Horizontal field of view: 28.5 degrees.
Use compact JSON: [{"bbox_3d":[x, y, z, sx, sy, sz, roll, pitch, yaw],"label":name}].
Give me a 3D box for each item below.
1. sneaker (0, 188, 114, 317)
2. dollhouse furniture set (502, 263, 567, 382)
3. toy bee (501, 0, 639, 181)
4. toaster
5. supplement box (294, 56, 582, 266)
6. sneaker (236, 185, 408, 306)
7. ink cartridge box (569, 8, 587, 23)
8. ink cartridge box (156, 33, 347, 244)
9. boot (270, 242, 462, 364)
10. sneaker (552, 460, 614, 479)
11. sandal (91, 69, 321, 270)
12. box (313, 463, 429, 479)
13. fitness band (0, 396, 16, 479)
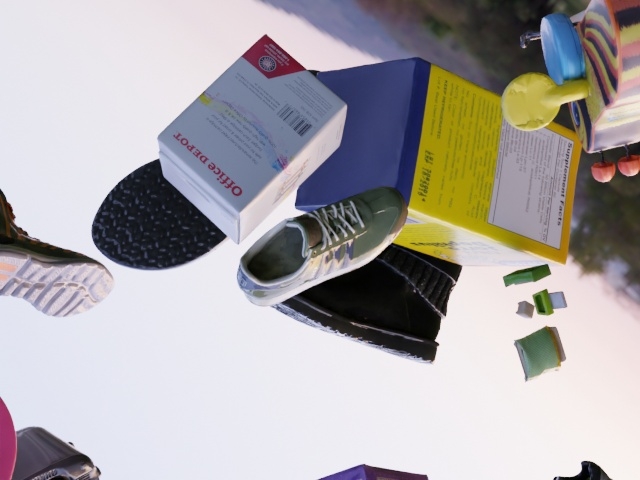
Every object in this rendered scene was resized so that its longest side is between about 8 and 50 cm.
[{"bbox_3d":[-0.454,0.005,1.937,0.180,0.124,0.321,54,-167,29],"label":"sneaker"},{"bbox_3d":[0.299,0.110,1.695,0.076,0.058,0.152,-19,-86,-37],"label":"dollhouse furniture set"},{"bbox_3d":[0.272,-0.138,1.139,0.298,0.195,0.162,-20,-84,-70],"label":"toy bee"},{"bbox_3d":[-0.426,0.359,1.762,0.146,0.227,0.129,27,137,47],"label":"toaster"},{"bbox_3d":[0.168,-0.094,1.719,0.356,0.194,0.195,18,167,-40],"label":"supplement box"},{"bbox_3d":[0.000,0.000,1.261,0.064,0.192,0.086,60,180,19],"label":"sneaker"},{"bbox_3d":[0.400,-0.238,1.564,0.145,0.179,0.045,64,-176,3],"label":"ink cartridge box"},{"bbox_3d":[-0.077,-0.109,1.407,0.128,0.176,0.127,43,165,9],"label":"ink cartridge box"},{"bbox_3d":[0.071,0.023,1.926,0.348,0.260,0.131,21,172,-30],"label":"boot"},{"bbox_3d":[0.337,0.368,1.760,0.075,0.170,0.063,57,172,-13],"label":"sneaker"},{"bbox_3d":[-0.140,-0.089,1.929,0.168,0.445,0.107,55,171,10],"label":"sandal"},{"bbox_3d":[-0.003,0.408,1.878,0.201,0.293,0.057,22,-131,-55],"label":"box"},{"bbox_3d":[-0.476,0.284,1.466,0.209,0.291,0.054,32,159,-22],"label":"fitness band"}]
